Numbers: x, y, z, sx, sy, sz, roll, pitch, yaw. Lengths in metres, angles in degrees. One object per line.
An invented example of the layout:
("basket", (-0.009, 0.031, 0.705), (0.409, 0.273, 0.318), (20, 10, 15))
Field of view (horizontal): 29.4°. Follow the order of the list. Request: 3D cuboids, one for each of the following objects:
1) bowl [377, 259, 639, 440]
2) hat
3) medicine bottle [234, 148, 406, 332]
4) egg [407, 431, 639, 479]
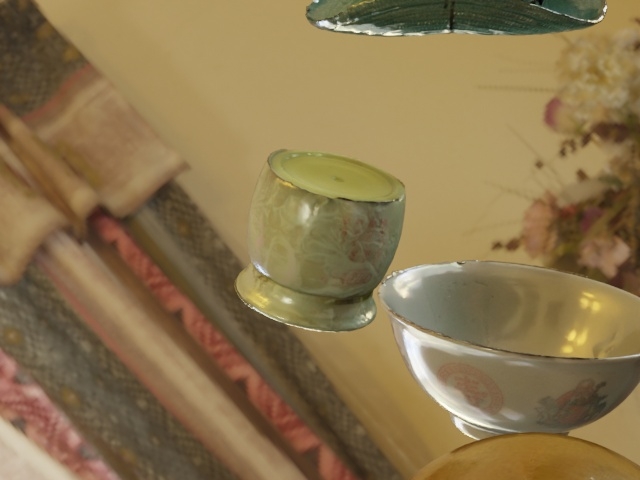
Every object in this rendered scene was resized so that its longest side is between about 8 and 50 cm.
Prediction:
("bowl", (0.232, 0.146, 1.440), (0.345, 0.346, 0.157), (-18, -63, -53))
("hat", (0.081, -0.175, 0.759), (0.138, 0.191, 0.077), (-64, -27, -58))
("medicine bottle", (0.000, 0.000, 1.171), (0.147, 0.147, 0.143), (-18, -52, -53))
("egg", (0.152, 0.288, 0.886), (0.282, 0.282, 0.351), (-50, -10, 25))
